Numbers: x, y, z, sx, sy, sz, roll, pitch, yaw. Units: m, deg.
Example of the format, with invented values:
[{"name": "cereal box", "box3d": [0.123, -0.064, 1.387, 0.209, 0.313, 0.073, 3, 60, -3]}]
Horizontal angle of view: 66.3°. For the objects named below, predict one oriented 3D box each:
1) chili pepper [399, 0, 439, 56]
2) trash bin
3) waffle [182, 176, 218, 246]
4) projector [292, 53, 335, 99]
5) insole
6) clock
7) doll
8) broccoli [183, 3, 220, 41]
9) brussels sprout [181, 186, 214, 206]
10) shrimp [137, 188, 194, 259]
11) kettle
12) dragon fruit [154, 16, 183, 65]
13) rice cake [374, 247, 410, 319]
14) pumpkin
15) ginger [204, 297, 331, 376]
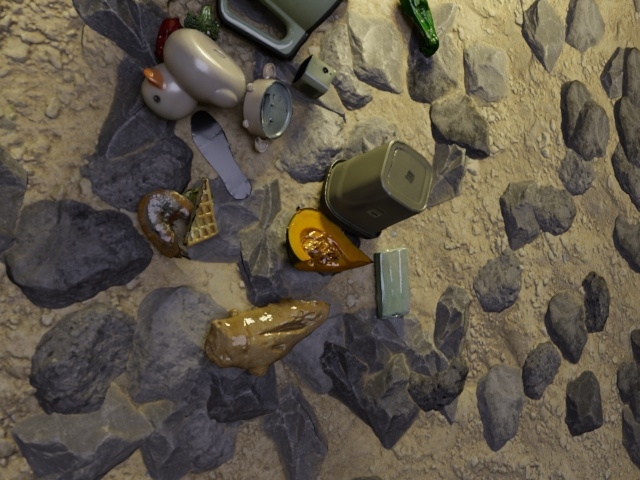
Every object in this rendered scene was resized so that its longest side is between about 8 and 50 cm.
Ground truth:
[{"name": "chili pepper", "box3d": [0.318, -0.723, 1.579, 0.100, 0.074, 0.257, -41, 107, -24]}, {"name": "trash bin", "box3d": [0.158, -0.141, 1.343, 0.220, 0.250, 0.219, 28, 64, -26]}, {"name": "waffle", "box3d": [-0.298, -0.069, 1.173, 0.097, 0.023, 0.152, -23, 115, -41]}, {"name": "projector", "box3d": [-0.019, -0.460, 1.379, 0.082, 0.083, 0.083, 27, 76, -25]}, {"name": "insole", "box3d": [-0.262, -0.220, 1.282, 0.086, 0.005, 0.253, -34, 103, -24]}, {"name": "clock", "box3d": [-0.134, -0.342, 1.277, 0.156, 0.063, 0.229, -15, 116, -63]}, {"name": "doll", "box3d": [-0.310, -0.375, 1.178, 0.251, 0.221, 0.221, -3, 88, -61]}, {"name": "broccoli", "box3d": [-0.297, -0.546, 1.234, 0.097, 0.095, 0.091, 0, 100, -21]}, {"name": "brussels sprout", "box3d": [-0.309, -0.098, 1.222, 0.085, 0.058, 0.085, -7, 107, -23]}, {"name": "shrimp", "box3d": [-0.356, -0.036, 1.178, 0.133, 0.051, 0.187, -25, 111, -7]}, {"name": "kettle", "box3d": [-0.136, -0.700, 1.264, 0.377, 0.250, 0.361, 36, 92, -25]}, {"name": "dragon fruit", "box3d": [-0.371, -0.478, 1.203, 0.097, 0.063, 0.131, 36, 72, -22]}, {"name": "rice cake", "box3d": [0.222, 0.132, 1.504, 0.124, 0.038, 0.211, -8, 91, -29]}, {"name": "pumpkin", "box3d": [0.000, 0.002, 1.370, 0.279, 0.111, 0.163, 4, 67, -36]}, {"name": "ginger", "box3d": [-0.124, 0.230, 1.264, 0.354, 0.126, 0.189, -25, 94, -25]}]
